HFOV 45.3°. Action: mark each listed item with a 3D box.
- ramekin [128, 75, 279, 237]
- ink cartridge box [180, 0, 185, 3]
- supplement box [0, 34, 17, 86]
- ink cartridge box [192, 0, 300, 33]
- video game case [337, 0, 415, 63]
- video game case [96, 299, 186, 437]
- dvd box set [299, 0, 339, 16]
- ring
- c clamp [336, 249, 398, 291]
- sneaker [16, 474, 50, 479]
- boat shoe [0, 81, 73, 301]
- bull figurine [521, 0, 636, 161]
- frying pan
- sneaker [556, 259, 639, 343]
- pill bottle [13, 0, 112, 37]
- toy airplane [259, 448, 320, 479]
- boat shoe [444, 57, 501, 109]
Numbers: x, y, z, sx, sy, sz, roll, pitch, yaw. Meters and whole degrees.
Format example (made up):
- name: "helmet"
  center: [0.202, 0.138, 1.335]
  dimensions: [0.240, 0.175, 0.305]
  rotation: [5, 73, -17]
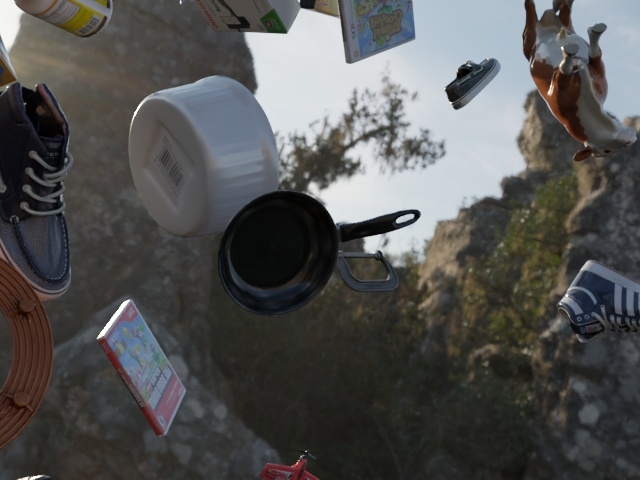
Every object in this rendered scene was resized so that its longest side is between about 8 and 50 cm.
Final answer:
- name: "ramekin"
  center: [-0.211, -0.137, 1.318]
  dimensions: [0.135, 0.277, 0.277]
  rotation: [-18, 22, -41]
- name: "ink cartridge box"
  center: [-0.147, -0.491, 1.193]
  dimensions: [0.045, 0.206, 0.208]
  rotation: [48, -22, 6]
- name: "supplement box"
  center: [-0.505, -0.314, 1.075]
  dimensions: [0.080, 0.078, 0.234]
  rotation: [83, -19, -64]
- name: "ink cartridge box"
  center: [-0.171, -0.530, 1.659]
  dimensions: [0.208, 0.087, 0.153]
  rotation: [11, -23, 30]
- name: "video game case"
  center: [0.127, -0.518, 1.715]
  dimensions: [0.212, 0.194, 0.023]
  rotation: [-28, 33, -32]
- name: "video game case"
  center: [-0.424, 0.305, 1.847]
  dimensions: [0.285, 0.025, 0.204]
  rotation: [63, 13, -16]
- name: "dvd box set"
  center: [0.100, -0.790, 2.216]
  dimensions: [0.062, 0.308, 0.420]
  rotation: [16, 15, 32]
- name: "ring"
  center: [-0.530, 0.147, 1.046]
  dimensions: [0.336, 0.337, 0.032]
  rotation: [23, -33, -28]
- name: "c clamp"
  center: [0.081, 0.044, 1.518]
  dimensions: [0.160, 0.137, 0.022]
  rotation: [7, -42, -32]
- name: "sneaker"
  center: [-0.419, 0.425, 1.050]
  dimensions: [0.286, 0.130, 0.109]
  rotation: [-123, -167, -57]
- name: "boat shoe"
  center: [-0.449, -0.083, 1.199]
  dimensions: [0.158, 0.341, 0.127]
  rotation: [-26, -5, 34]
- name: "bull figurine"
  center: [0.391, -0.270, 1.195]
  dimensions: [0.101, 0.310, 0.188]
  rotation: [-17, -41, 0]
- name: "frying pan"
  center: [-0.015, -0.021, 1.167]
  dimensions: [0.197, 0.326, 0.053]
  rotation: [59, -14, -29]
- name: "sneaker"
  center: [0.609, 0.158, 1.536]
  dimensions: [0.282, 0.153, 0.099]
  rotation: [33, -16, 47]
- name: "pill bottle"
  center: [-0.514, -0.480, 1.486]
  dimensions: [0.117, 0.117, 0.215]
  rotation: [17, 2, 23]
- name: "toy airplane"
  center: [-0.055, 0.404, 1.226]
  dimensions: [0.151, 0.151, 0.028]
  rotation: [24, -4, -39]
- name: "boat shoe"
  center: [0.372, -0.403, 1.873]
  dimensions: [0.077, 0.219, 0.070]
  rotation: [-20, -68, 48]
